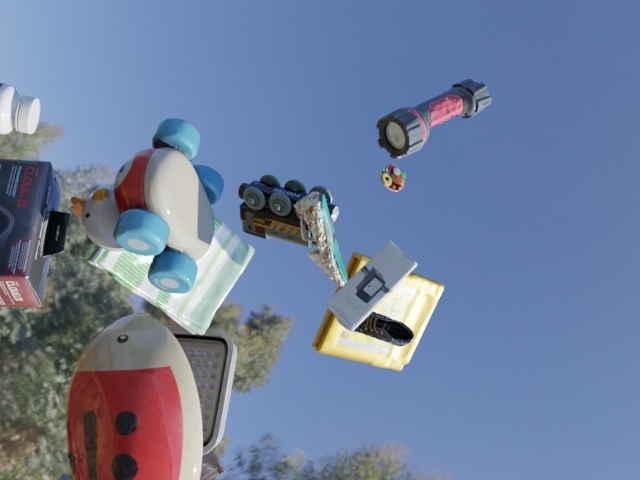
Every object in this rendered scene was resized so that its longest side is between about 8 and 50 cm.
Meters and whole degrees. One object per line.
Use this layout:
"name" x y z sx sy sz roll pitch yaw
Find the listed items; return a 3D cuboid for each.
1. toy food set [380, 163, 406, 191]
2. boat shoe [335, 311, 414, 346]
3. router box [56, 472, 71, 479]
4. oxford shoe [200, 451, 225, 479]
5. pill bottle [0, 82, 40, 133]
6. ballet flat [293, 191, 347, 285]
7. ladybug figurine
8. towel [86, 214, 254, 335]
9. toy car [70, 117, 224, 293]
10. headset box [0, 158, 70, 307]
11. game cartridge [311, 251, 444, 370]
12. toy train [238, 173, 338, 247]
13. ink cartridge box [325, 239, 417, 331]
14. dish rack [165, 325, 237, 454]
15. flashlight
"toy food set" 0.210 -0.182 1.725 0.083 0.082 0.020 29 -30 -17
"boat shoe" 0.127 0.191 1.367 0.083 0.183 0.065 109 1 -75
"router box" -0.571 0.618 1.358 0.133 0.046 0.179 50 -14 -5
"oxford shoe" -0.413 0.745 1.660 0.133 0.130 0.363 37 -91 15
"pill bottle" -0.615 -0.249 1.094 0.094 0.170 0.094 -168 -90 -76
"ballet flat" 0.000 0.000 1.385 0.077 0.091 0.240 -13 -71 11
"ladybug figurine" -0.375 0.372 1.153 0.305 0.162 0.449 -12 -97 32
"towel" -0.307 0.034 1.295 0.038 0.247 0.325 13 -24 47
"toy car" -0.307 -0.051 0.949 0.238 0.219 0.210 -1 -35 14
"headset box" -0.547 -0.016 0.923 0.110 0.293 0.218 111 -22 -57
"game cartridge" 0.167 0.206 1.639 0.053 0.324 0.285 34 -78 58
"toy train" -0.101 -0.082 1.825 0.334 0.142 0.190 15 -55 20
"ink cartridge box" 0.084 0.076 0.989 0.063 0.150 0.109 44 -3 7
"dish rack" -0.347 0.353 1.424 0.333 0.072 0.285 -2 -111 27
"flashlight" 0.260 -0.275 1.310 0.103 0.304 0.103 -25 -88 59
